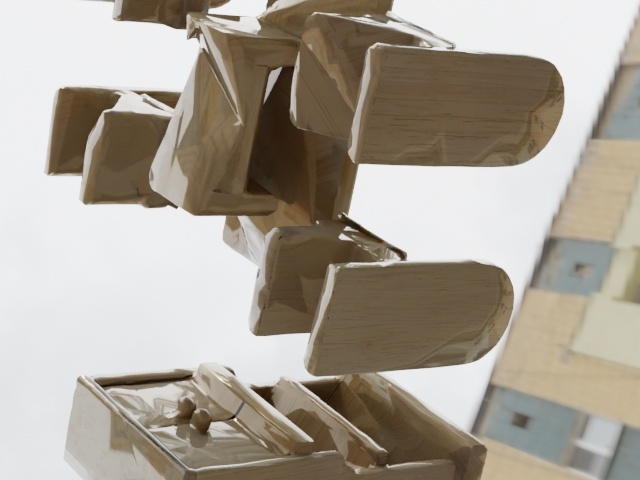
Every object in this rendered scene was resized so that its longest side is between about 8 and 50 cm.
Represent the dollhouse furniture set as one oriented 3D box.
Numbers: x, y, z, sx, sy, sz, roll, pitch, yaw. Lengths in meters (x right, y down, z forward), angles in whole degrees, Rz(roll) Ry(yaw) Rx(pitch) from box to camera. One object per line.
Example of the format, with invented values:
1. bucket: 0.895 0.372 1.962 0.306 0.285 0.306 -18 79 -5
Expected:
1. dollhouse furniture set: 0.000 0.000 1.151 0.256 0.362 0.394 -1 -68 -37
